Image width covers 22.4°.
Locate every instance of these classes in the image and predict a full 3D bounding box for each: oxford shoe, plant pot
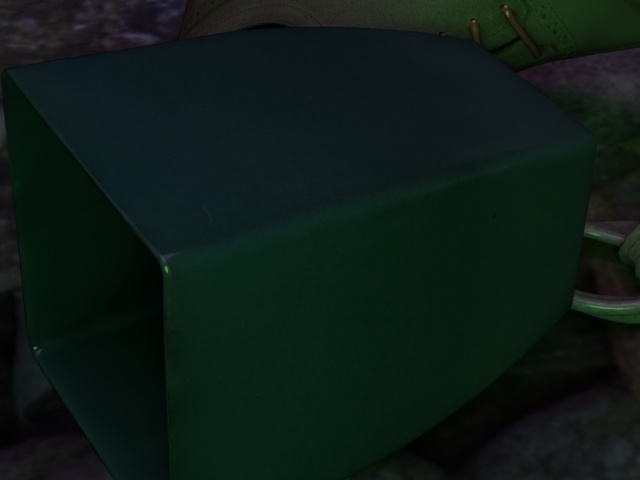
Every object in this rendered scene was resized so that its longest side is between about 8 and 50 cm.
[{"bbox_3d":[0.087,-0.120,0.889,0.397,0.140,0.146,0,55,39],"label":"oxford shoe"},{"bbox_3d":[0.000,0.000,0.742,0.234,0.165,0.165,-18,41,-24],"label":"plant pot"}]

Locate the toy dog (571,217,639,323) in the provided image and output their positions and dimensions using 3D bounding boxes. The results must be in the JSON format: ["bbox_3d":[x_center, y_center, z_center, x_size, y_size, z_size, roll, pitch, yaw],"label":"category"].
[{"bbox_3d":[0.266,-0.017,0.758,0.220,0.161,0.334,-28,45,-31],"label":"toy dog"}]
